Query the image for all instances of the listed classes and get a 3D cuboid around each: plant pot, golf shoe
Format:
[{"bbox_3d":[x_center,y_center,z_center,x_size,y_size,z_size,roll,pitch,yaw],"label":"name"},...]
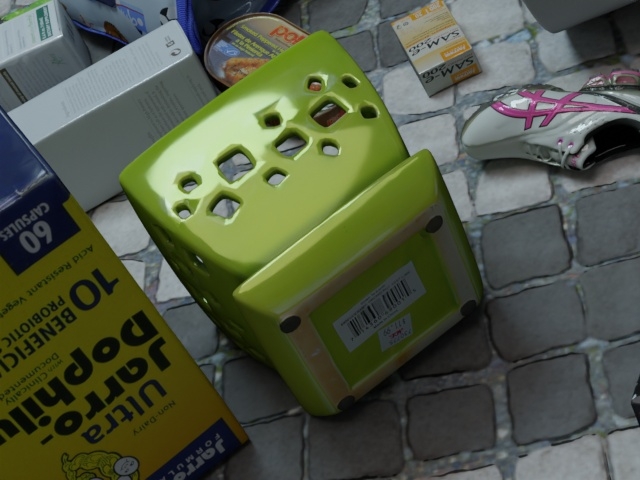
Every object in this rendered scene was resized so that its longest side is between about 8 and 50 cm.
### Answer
[{"bbox_3d":[0.000,0.000,1.136,0.228,0.227,0.207,-36,50,-8],"label":"plant pot"},{"bbox_3d":[0.219,-0.101,1.221,0.186,0.067,0.086,-12,48,17],"label":"golf shoe"}]

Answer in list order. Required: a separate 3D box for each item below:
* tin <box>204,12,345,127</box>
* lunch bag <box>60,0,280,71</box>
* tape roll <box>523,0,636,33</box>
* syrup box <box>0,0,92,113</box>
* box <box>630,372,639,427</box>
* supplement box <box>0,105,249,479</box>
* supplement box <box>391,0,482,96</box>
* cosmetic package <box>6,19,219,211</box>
[{"bbox_3d":[-0.042,-0.179,1.426,0.190,0.040,0.106,36,75,32],"label":"tin"},{"bbox_3d":[-0.177,-0.414,1.555,0.328,0.239,0.385,27,102,40],"label":"lunch bag"},{"bbox_3d":[0.258,-0.341,1.275,0.169,0.246,0.246,-21,44,23],"label":"tape roll"},{"bbox_3d":[-0.397,-0.188,1.589,0.237,0.096,0.093,-23,45,4],"label":"syrup box"},{"bbox_3d":[0.369,0.084,0.995,0.233,0.044,0.159,6,54,31],"label":"box"},{"bbox_3d":[-0.243,0.074,1.087,0.194,0.356,0.195,-38,45,-8],"label":"supplement box"},{"bbox_3d":[0.120,-0.202,1.383,0.062,0.036,0.098,-26,44,4],"label":"supplement box"},{"bbox_3d":[-0.223,-0.124,1.431,0.231,0.117,0.085,-28,43,-1],"label":"cosmetic package"}]
